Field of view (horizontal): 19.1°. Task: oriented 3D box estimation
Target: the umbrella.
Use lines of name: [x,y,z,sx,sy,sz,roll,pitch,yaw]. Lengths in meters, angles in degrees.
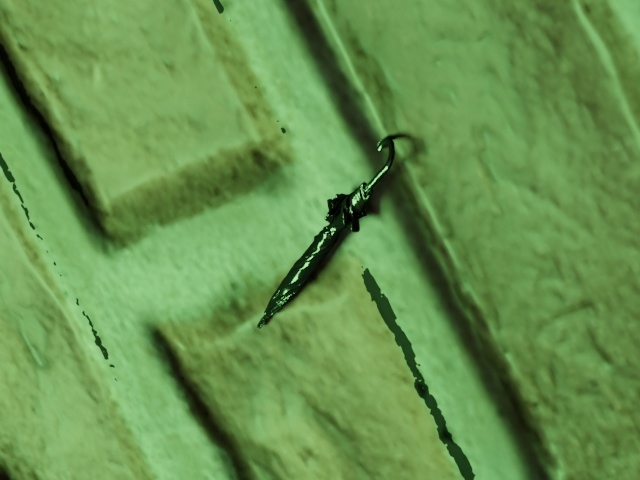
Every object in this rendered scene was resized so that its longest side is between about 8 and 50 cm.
umbrella: [0.001,0.003,0.946,0.149,0.022,0.022,-57,32,38]
